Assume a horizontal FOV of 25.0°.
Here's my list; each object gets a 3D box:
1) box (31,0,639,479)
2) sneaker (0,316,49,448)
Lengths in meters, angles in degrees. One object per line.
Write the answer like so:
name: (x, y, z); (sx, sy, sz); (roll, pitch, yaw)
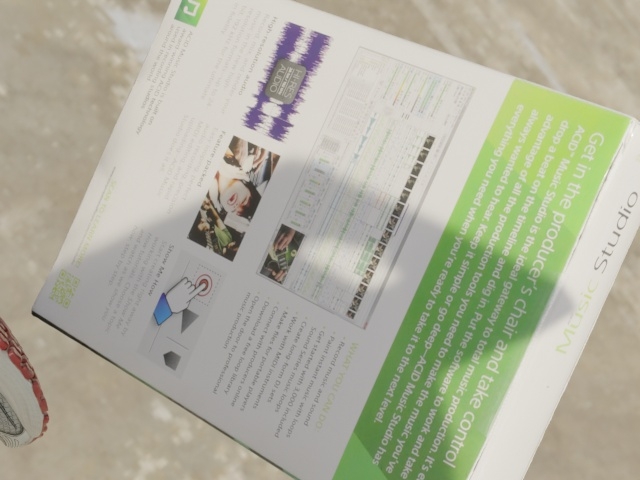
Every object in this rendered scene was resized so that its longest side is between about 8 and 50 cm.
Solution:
box: (0.000, 0.000, 0.779); (0.322, 0.232, 0.058); (26, 3, 39)
sneaker: (-0.242, 0.055, 0.835); (0.225, 0.093, 0.088); (51, -4, -39)
